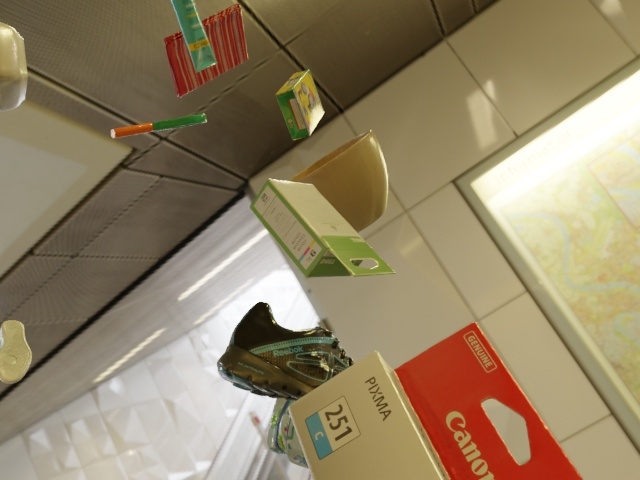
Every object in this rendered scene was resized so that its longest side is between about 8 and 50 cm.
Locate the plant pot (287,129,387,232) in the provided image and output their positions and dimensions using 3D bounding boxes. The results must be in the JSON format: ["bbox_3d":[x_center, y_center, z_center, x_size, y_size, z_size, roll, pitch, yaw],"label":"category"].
[{"bbox_3d":[0.057,-0.119,1.610,0.284,0.191,0.284,-33,9,6],"label":"plant pot"}]

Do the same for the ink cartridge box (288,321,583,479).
[{"bbox_3d":[0.124,0.248,0.728,0.261,0.296,0.066,-33,-45,6],"label":"ink cartridge box"}]

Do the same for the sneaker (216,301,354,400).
[{"bbox_3d":[0.016,0.210,1.023,0.125,0.341,0.139,122,172,-67],"label":"sneaker"}]

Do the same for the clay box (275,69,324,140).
[{"bbox_3d":[-0.046,-0.362,1.696,0.053,0.127,0.222,-11,26,20],"label":"clay box"}]

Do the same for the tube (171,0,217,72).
[{"bbox_3d":[-0.311,-0.517,1.565,0.052,0.207,0.080,3,30,41],"label":"tube"}]

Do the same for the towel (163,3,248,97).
[{"bbox_3d":[-0.328,-0.554,1.902,0.275,0.031,0.198,-37,-31,-25],"label":"towel"}]

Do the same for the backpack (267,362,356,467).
[{"bbox_3d":[0.016,0.470,1.693,0.355,0.274,0.290,-33,-39,-83],"label":"backpack"}]

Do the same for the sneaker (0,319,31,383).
[{"bbox_3d":[-0.925,0.373,1.942,0.094,0.256,0.151,8,-63,-28],"label":"sneaker"}]

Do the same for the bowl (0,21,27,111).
[{"bbox_3d":[-0.603,-0.334,1.258,0.053,0.142,0.142,-5,-19,-30],"label":"bowl"}]

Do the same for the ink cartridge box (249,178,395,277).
[{"bbox_3d":[0.000,0.000,0.947,0.109,0.209,0.062,2,-51,-53],"label":"ink cartridge box"}]

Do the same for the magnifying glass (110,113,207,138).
[{"bbox_3d":[-0.368,-0.263,1.495,0.231,0.026,0.092,-16,11,-37],"label":"magnifying glass"}]
